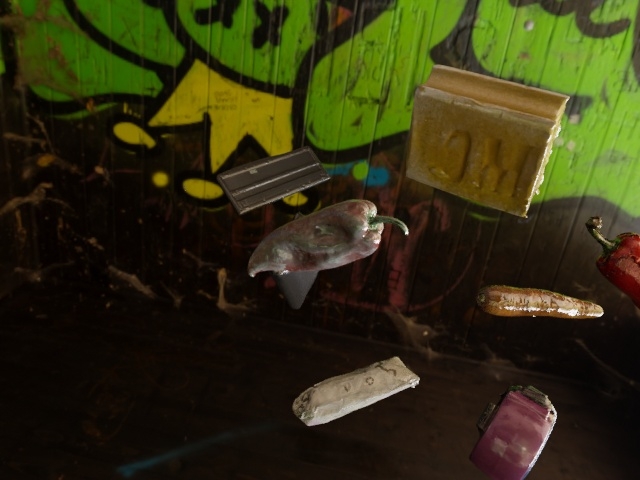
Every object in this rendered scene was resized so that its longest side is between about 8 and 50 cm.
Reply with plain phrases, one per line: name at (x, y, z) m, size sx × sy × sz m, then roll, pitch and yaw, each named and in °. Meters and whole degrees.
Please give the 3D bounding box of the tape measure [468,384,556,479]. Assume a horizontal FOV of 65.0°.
tape measure at (0.458, 0.467, 1.220) m, size 0.149 × 0.245 × 0.231 m, roll 32°, pitch -110°, yaw 24°

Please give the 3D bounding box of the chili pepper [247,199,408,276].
chili pepper at (0.001, 0.000, 0.432) m, size 0.153 × 0.050 × 0.041 m, roll -19°, pitch 168°, yaw 32°

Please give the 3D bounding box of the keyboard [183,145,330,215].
keyboard at (-0.123, -0.115, 1.019) m, size 0.381 × 0.041 × 0.103 m, roll -26°, pitch -99°, yaw -49°

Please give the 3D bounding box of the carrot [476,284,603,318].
carrot at (0.255, 0.073, 0.578) m, size 0.165 × 0.035 × 0.035 m, roll 5°, pitch -158°, yaw -12°

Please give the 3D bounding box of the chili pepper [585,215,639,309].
chili pepper at (0.669, 0.088, 1.003) m, size 0.387 × 0.110 × 0.110 m, roll 42°, pitch -152°, yaw 3°

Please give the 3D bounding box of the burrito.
burrito at (0.054, 0.232, 0.780) m, size 0.203 × 0.064 × 0.064 m, roll -16°, pitch -152°, yaw -14°

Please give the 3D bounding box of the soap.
soap at (0.391, -0.241, 1.225) m, size 0.335 × 0.293 × 0.156 m, roll 24°, pitch -123°, yaw 21°

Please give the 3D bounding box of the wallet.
wallet at (-0.047, 0.047, 1.061) m, size 0.044 × 0.250 × 0.149 m, roll 20°, pitch -112°, yaw 16°
